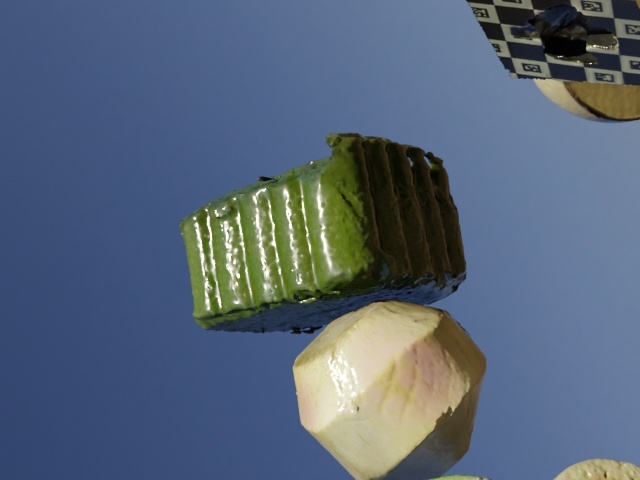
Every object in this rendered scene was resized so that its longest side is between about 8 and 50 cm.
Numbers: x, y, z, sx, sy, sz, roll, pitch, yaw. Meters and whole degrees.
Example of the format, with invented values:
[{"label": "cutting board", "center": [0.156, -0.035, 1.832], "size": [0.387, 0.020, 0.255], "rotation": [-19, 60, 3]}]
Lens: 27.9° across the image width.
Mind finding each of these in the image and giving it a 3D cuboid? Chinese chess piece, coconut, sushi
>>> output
[{"label": "Chinese chess piece", "center": [0.373, -0.270, 1.614], "size": [0.250, 0.250, 0.103], "rotation": [42, -179, -28]}, {"label": "coconut", "center": [0.098, 0.204, 1.692], "size": [0.259, 0.259, 0.259], "rotation": [43, -154, -26]}, {"label": "sushi", "center": [0.257, -0.224, 1.317], "size": [0.210, 0.192, 0.040], "rotation": [39, -117, -57]}]

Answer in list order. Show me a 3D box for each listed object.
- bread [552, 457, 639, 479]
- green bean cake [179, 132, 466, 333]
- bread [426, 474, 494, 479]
[{"label": "bread", "center": [0.257, 0.287, 1.184], "size": [0.141, 0.134, 0.148], "rotation": [97, 158, -64]}, {"label": "green bean cake", "center": [0.000, 0.000, 1.780], "size": [0.335, 0.319, 0.218], "rotation": [10, -113, -54]}, {"label": "bread", "center": [0.158, 0.359, 1.367], "size": [0.228, 0.228, 0.033], "rotation": [56, -156, 3]}]
